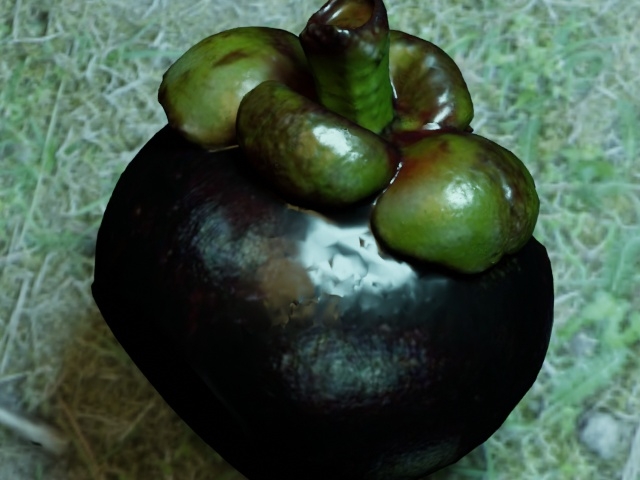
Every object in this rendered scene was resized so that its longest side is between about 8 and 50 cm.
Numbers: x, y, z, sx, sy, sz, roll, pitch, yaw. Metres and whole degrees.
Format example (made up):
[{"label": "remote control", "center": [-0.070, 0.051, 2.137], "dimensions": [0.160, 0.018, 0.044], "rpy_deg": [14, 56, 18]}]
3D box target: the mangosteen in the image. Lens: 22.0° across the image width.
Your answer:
[{"label": "mangosteen", "center": [-0.003, 0.004, 0.926], "dimensions": [0.233, 0.287, 0.287], "rpy_deg": [-33, 63, -12]}]
